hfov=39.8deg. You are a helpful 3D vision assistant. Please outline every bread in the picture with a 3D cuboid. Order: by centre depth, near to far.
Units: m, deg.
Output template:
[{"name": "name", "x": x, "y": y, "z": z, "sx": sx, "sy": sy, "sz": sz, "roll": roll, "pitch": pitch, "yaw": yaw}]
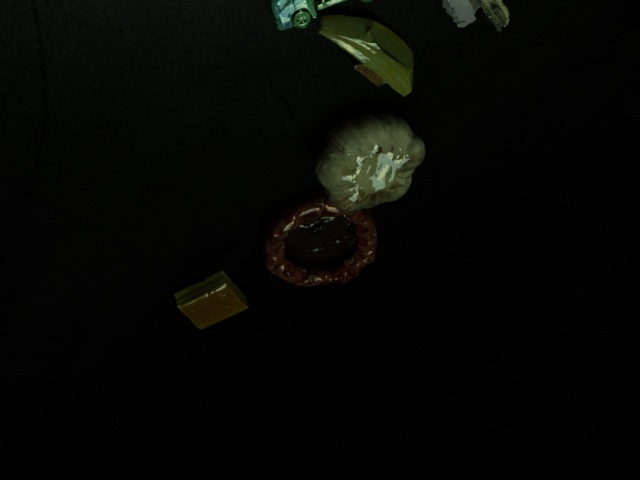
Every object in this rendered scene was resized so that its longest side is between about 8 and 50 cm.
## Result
[{"name": "bread", "x": -0.180, "y": 0.101, "z": 1.469, "sx": 0.095, "sy": 0.035, "sz": 0.090, "roll": -25, "pitch": 141, "yaw": 6}]

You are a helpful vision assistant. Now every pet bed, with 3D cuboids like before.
[{"name": "pet bed", "x": 0.000, "y": 0.000, "z": 1.417, "sx": 0.201, "sy": 0.053, "sz": 0.201, "roll": -9, "pitch": 134, "yaw": -10}]

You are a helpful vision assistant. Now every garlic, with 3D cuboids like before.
[{"name": "garlic", "x": 0.067, "y": -0.115, "z": 1.278, "sx": 0.159, "sy": 0.102, "sz": 0.147, "roll": -43, "pitch": 122, "yaw": 9}]

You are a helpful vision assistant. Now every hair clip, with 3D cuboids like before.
[{"name": "hair clip", "x": 0.163, "y": -0.347, "z": 1.055, "sx": 0.292, "sy": 0.085, "sz": 0.106, "roll": 38, "pitch": 79, "yaw": -50}]

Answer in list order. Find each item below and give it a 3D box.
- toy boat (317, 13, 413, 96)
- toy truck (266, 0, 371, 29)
[{"name": "toy boat", "x": 0.066, "y": -0.246, "z": 1.160, "sx": 0.066, "sy": 0.065, "sz": 0.172, "roll": -24, "pitch": 142, "yaw": 36}, {"name": "toy truck", "x": 0.015, "y": -0.319, "z": 1.049, "sx": 0.175, "sy": 0.067, "sz": 0.081, "roll": -20, "pitch": 139, "yaw": 0}]
